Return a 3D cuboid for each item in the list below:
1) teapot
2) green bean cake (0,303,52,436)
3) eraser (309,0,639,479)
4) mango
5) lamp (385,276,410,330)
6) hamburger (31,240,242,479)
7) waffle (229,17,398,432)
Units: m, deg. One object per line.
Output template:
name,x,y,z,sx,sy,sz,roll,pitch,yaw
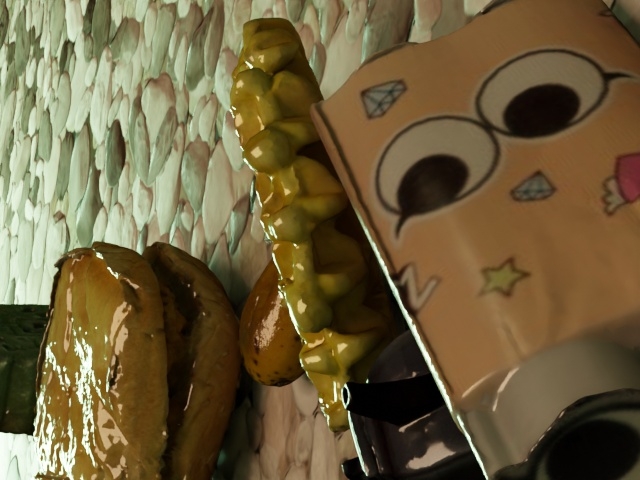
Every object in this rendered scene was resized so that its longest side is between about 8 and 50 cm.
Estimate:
teapot,0.059,0.108,0.829,0.177,0.096,0.087,53,-163,-54
green bean cake,-0.287,0.128,1.605,0.181,0.173,0.094,-138,57,-65
eraser,0.114,-0.006,0.757,0.290,0.171,0.087,-113,-2,-50
mango,-0.025,0.054,1.171,0.079,0.057,0.114,-158,85,-70
lamp,0.062,0.026,1.006,0.083,0.031,0.063,-139,61,-67
hamburger,-0.159,0.143,1.346,0.259,0.145,0.283,38,114,59
waffle,0.001,-0.001,0.982,0.283,0.065,0.309,73,-176,-53
